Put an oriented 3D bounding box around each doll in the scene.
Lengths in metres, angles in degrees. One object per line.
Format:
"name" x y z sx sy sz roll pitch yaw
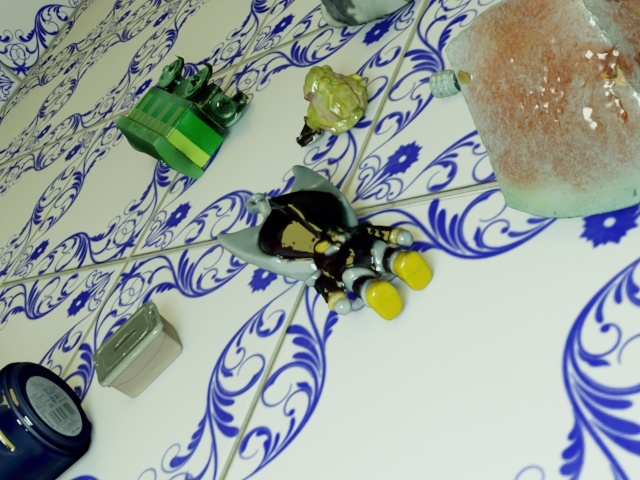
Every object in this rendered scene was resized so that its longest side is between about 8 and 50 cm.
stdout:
"doll" 0.004 -0.003 1.027 0.316 0.103 0.145 29 92 49

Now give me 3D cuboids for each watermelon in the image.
"watermelon" 0.254 -0.158 0.819 0.213 0.201 0.261 -25 40 45

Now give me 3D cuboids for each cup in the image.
"cup" -0.431 0.332 1.151 0.256 0.255 0.178 -39 -5 7

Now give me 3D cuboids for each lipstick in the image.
"lipstick" 0.201 -0.214 1.106 0.116 0.037 0.037 -5 49 39

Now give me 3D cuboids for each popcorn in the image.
"popcorn" 0.024 -0.211 1.263 0.097 0.089 0.109 -14 43 -27

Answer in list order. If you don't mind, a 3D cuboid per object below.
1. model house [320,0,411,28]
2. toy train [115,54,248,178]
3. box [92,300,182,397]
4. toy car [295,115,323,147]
"model house" 0.020 -0.499 1.455 0.190 0.271 0.301 -34 14 -8
"toy train" -0.259 -0.234 1.587 0.202 0.120 0.301 -53 32 -5
"box" -0.255 0.157 1.187 0.122 0.062 0.089 -44 31 1
"toy car" -0.011 -0.174 1.311 0.041 0.025 0.093 -22 35 36
